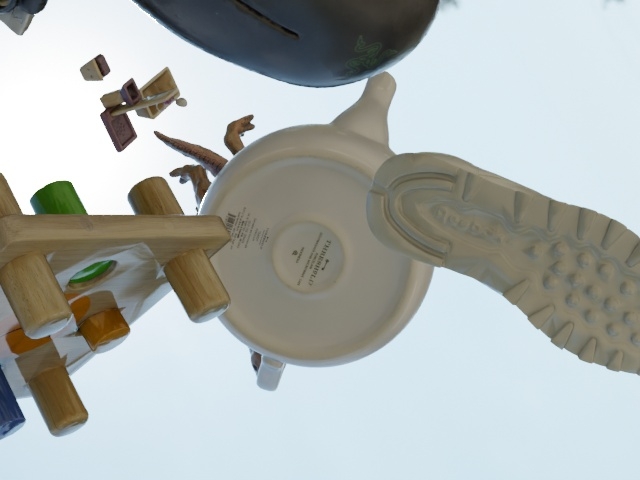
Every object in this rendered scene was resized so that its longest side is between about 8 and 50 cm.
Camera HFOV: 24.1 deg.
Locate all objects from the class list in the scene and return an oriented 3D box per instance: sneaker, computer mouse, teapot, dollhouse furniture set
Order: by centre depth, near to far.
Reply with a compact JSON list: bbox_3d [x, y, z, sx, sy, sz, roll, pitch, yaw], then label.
[{"bbox_3d":[-0.052,-0.152,0.879,0.272,0.188,0.072,17,-135,-21],"label":"computer mouse"},{"bbox_3d":[0.146,0.006,0.981,0.235,0.090,0.095,32,-169,13],"label":"sneaker"},{"bbox_3d":[-0.151,-0.153,1.396,0.091,0.081,0.114,66,-150,-19],"label":"dollhouse furniture set"},{"bbox_3d":[0.000,0.000,1.492,0.252,0.256,0.187,65,-168,-8],"label":"teapot"}]

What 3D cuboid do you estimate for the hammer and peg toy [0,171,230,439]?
[{"bbox_3d":[-0.261,0.061,1.115,0.361,0.266,0.127,-2,-122,-56],"label":"hammer and peg toy"}]

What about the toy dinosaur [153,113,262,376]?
[{"bbox_3d":[-0.075,-0.005,1.638,0.200,0.127,0.295,-109,-5,-46],"label":"toy dinosaur"}]
